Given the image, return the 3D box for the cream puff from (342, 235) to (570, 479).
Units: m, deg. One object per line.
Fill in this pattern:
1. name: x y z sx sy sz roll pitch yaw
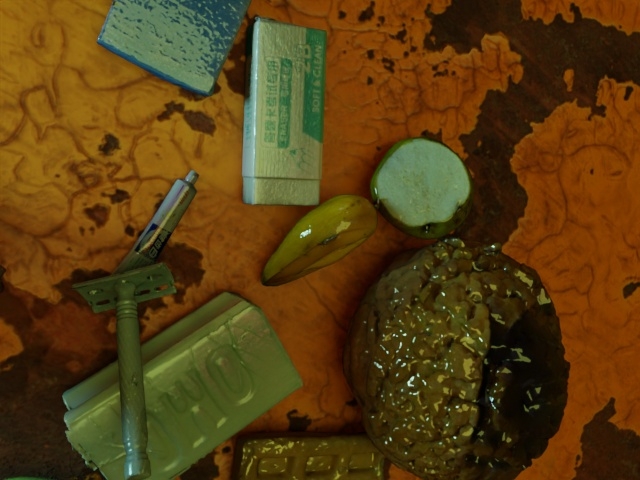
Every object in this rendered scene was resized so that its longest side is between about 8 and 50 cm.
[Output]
1. cream puff: 0.201 0.161 0.825 0.343 0.231 0.327 -42 106 -19

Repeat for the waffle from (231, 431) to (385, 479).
1. waffle: -0.025 0.385 0.860 0.221 0.055 0.247 7 95 -24

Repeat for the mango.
1. mango: 0.000 0.000 0.796 0.188 0.101 0.066 -38 70 10

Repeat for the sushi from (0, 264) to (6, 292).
1. sushi: -0.435 0.019 0.541 0.270 0.236 0.170 -18 96 -16

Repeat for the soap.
1. soap: -0.165 0.185 0.751 0.262 0.094 0.150 -33 108 -16

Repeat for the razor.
1. razor: -0.204 0.137 0.662 0.106 0.231 0.068 -15 148 -2

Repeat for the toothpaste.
1. toothpaste: -0.197 -0.011 0.747 0.045 0.028 0.169 34 85 -30

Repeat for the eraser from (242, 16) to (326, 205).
1. eraser: -0.047 -0.157 0.778 0.096 0.052 0.224 -1 96 -26

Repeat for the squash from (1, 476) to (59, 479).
1. squash: -0.226 0.370 0.721 0.371 0.118 0.118 23 87 -17

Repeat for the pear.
1. pear: 0.138 -0.066 0.842 0.141 0.104 0.140 -1 75 4

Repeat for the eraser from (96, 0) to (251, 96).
1. eraser: -0.136 -0.338 0.721 0.144 0.043 0.311 23 88 -25
